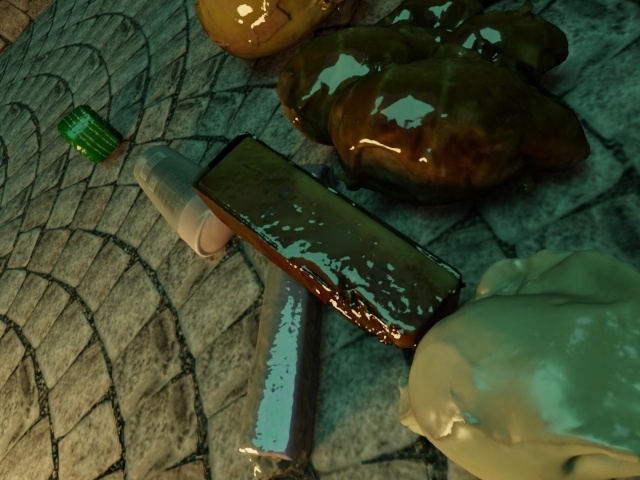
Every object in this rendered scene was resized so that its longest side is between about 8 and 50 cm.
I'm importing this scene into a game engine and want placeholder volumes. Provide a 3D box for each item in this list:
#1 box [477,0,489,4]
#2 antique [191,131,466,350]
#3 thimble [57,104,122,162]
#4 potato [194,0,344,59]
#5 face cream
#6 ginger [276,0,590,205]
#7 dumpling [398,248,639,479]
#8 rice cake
[{"bbox_3d":[0.179,-0.497,0.559,0.239,0.339,0.229,-23,57,35],"label":"box"},{"bbox_3d":[0.000,0.000,0.512,0.310,0.087,0.093,36,76,25],"label":"antique"},{"bbox_3d":[-0.507,-0.236,1.035,0.130,0.118,0.090,40,86,24],"label":"thimble"},{"bbox_3d":[-0.108,-0.429,0.812,0.237,0.300,0.289,-55,11,23],"label":"potato"},{"bbox_3d":[-0.226,-0.077,0.778,0.269,0.073,0.107,36,92,42],"label":"face cream"},{"bbox_3d":[0.123,-0.167,0.550,0.274,0.152,0.357,-33,48,-11],"label":"ginger"},{"bbox_3d":[0.162,0.092,0.371,0.193,0.147,0.258,-61,18,-21],"label":"dumpling"},{"bbox_3d":[-0.032,0.069,0.568,0.070,0.064,0.399,-6,61,21],"label":"rice cake"}]
